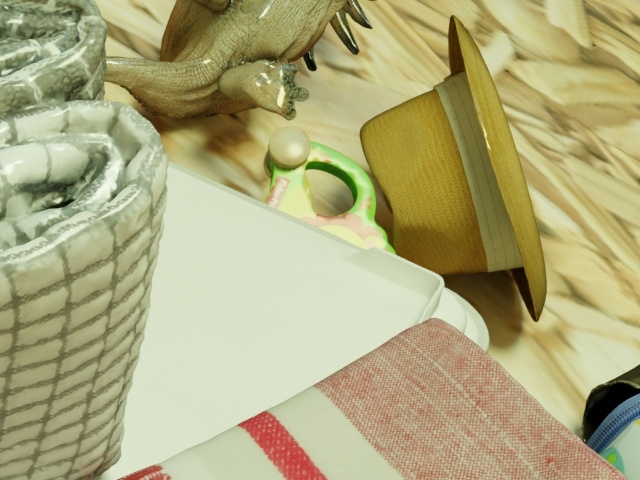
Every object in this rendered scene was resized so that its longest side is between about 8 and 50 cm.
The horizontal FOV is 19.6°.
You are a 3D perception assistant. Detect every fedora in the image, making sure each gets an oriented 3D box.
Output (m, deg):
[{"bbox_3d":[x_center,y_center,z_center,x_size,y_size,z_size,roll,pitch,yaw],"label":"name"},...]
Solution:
[{"bbox_3d":[0.070,-0.033,1.050,0.079,0.194,0.194,-17,40,2],"label":"fedora"}]

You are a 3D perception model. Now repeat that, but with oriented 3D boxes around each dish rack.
[{"bbox_3d":[-0.091,0.038,0.843,0.333,0.072,0.285,25,33,11],"label":"dish rack"}]

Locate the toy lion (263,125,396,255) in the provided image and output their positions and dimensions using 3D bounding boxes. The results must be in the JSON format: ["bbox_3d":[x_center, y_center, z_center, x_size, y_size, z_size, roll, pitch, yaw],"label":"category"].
[{"bbox_3d":[0.000,0.000,1.002,0.096,0.034,0.100,24,69,0],"label":"toy lion"}]

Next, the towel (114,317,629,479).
[{"bbox_3d":[-0.041,0.143,0.610,0.329,0.037,0.237,-25,31,-17],"label":"towel"}]

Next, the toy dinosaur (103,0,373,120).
[{"bbox_3d":[-0.036,-0.138,1.117,0.296,0.200,0.127,-40,101,-26],"label":"toy dinosaur"}]

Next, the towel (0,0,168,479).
[{"bbox_3d":[-0.200,0.035,0.604,0.284,0.235,0.121,-17,67,-21],"label":"towel"}]

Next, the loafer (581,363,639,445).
[{"bbox_3d":[0.185,0.090,0.993,0.078,0.080,0.220,29,33,3],"label":"loafer"}]

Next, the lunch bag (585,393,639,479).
[{"bbox_3d":[0.150,0.163,0.737,0.176,0.219,0.090,13,34,-19],"label":"lunch bag"}]
